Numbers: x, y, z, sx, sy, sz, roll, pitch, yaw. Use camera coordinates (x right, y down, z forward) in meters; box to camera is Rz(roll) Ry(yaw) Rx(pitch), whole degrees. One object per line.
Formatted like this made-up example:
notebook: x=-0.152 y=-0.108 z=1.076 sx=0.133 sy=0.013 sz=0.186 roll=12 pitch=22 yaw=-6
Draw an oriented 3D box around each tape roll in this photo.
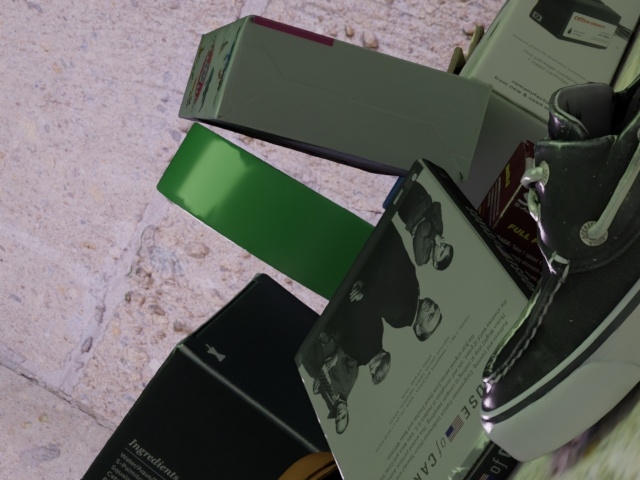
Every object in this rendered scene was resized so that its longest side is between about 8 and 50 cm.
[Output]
tape roll: x=0.000 y=0.000 z=1.187 sx=0.077 sy=0.321 sz=0.321 roll=-59 pitch=0 yaw=0

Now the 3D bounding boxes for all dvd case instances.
dvd case: x=0.062 y=0.074 z=0.781 sx=0.179 sy=0.029 sz=0.239 roll=-58 pitch=28 yaw=18

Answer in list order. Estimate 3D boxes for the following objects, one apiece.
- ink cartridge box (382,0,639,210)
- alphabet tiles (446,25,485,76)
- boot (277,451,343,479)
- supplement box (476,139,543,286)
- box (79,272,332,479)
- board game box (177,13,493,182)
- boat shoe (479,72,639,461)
ink cartridge box: x=0.212 y=-0.158 z=1.304 sx=0.307 sy=0.129 sz=0.223 roll=-58 pitch=-1 yaw=-40
alphabet tiles: x=0.151 y=-0.076 z=1.533 sx=0.285 sy=0.011 sz=0.343 roll=51 pitch=-122 yaw=-68
boot: x=-0.045 y=0.297 z=1.026 sx=0.283 sy=0.109 sz=0.220 roll=-50 pitch=1 yaw=-21
supplement box: x=0.108 y=0.056 z=0.876 sx=0.239 sy=0.073 sz=0.130 roll=-59 pitch=1 yaw=19
box: x=-0.129 y=0.275 z=1.377 sx=0.395 sy=0.212 sz=0.293 roll=-55 pitch=-4 yaw=19
board game box: x=-0.002 y=-0.129 z=1.171 sx=0.303 sy=0.224 sz=0.098 roll=-161 pitch=86 yaw=-76
boat shoe: x=0.140 y=-0.028 z=0.556 sx=0.301 sy=0.102 sz=0.108 roll=-58 pitch=0 yaw=32
